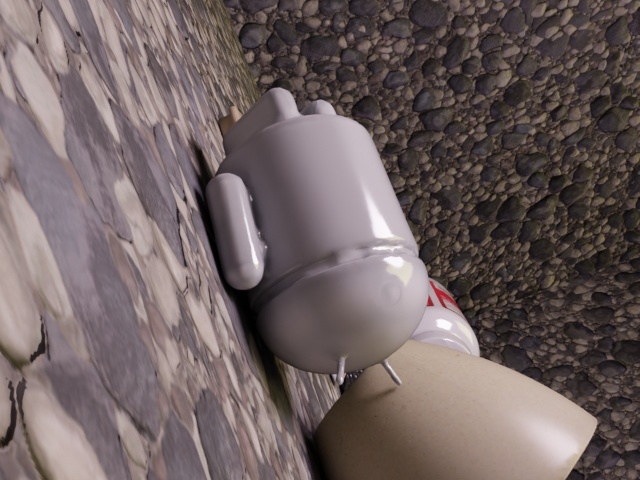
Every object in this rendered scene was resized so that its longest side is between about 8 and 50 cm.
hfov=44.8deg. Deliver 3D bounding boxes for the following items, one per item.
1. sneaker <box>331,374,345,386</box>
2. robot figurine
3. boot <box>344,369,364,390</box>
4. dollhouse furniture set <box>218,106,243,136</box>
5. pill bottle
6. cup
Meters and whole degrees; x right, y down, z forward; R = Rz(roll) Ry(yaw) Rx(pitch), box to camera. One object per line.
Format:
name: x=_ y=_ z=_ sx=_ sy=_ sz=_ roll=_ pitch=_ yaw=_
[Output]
sneaker: x=0.046 y=0.236 z=1.576 sx=0.134 sy=0.070 sz=0.051 roll=-105 pitch=176 yaw=-60
robot figurine: x=0.000 y=0.000 z=0.887 sx=0.299 sy=0.199 sz=0.354 roll=4 pitch=57 yaw=-43
boot: x=0.090 y=0.301 z=1.706 sx=0.161 sy=0.083 sz=0.247 roll=72 pitch=18 yaw=-60
dollhouse furniture set: x=0.007 y=-0.040 z=1.304 sx=0.303 sy=0.173 sz=0.356 roll=41 pitch=27 yaw=-68
pill bottle: x=0.237 y=0.237 z=1.799 sx=0.408 sy=0.228 sz=0.229 roll=-92 pitch=162 yaw=-77
cup: x=0.132 y=0.259 z=0.946 sx=0.237 sy=0.331 sz=0.331 roll=42 pitch=-5 yaw=15
